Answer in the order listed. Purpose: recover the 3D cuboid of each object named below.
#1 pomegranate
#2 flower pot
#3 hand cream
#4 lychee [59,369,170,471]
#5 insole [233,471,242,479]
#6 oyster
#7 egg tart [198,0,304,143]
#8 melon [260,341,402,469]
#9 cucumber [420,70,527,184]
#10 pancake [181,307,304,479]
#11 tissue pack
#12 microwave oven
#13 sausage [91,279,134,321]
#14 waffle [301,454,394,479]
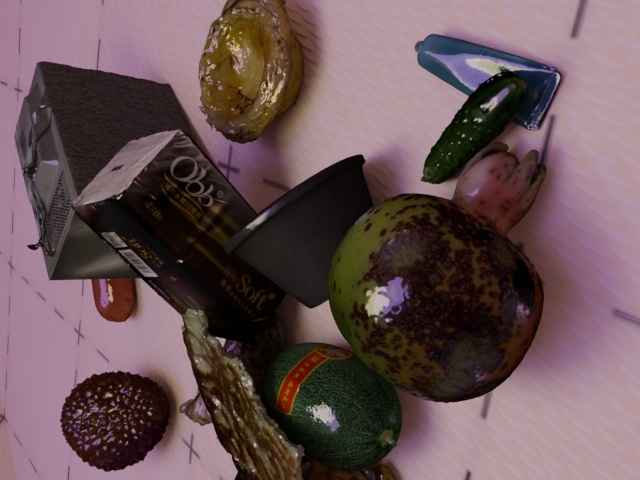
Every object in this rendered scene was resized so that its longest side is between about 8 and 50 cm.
[{"bbox_3d":[0.173,0.027,0.777,0.285,0.285,0.340,34,91,40],"label":"pomegranate"},{"bbox_3d":[0.000,0.000,0.968,0.269,0.269,0.166,-38,85,42],"label":"flower pot"},{"bbox_3d":[0.217,-0.230,0.842,0.224,0.048,0.083,36,120,34],"label":"hand cream"},{"bbox_3d":[-0.495,0.437,1.526,0.271,0.271,0.271,5,96,47],"label":"lychee"},{"bbox_3d":[-0.130,0.446,1.167,0.012,0.110,0.309,12,89,53],"label":"insole"},{"bbox_3d":[-0.163,0.290,1.245,0.204,0.111,0.396,48,122,30],"label":"oyster"},{"bbox_3d":[-0.123,-0.324,1.143,0.288,0.118,0.288,5,96,49],"label":"egg tart"},{"bbox_3d":[0.020,0.263,0.985,0.288,0.182,0.182,17,105,46],"label":"melon"},{"bbox_3d":[0.199,-0.142,0.832,0.069,0.069,0.227,66,148,20],"label":"cucumber"},{"bbox_3d":[-0.120,0.301,1.025,0.427,0.067,0.304,47,144,35],"label":"pancake"},{"bbox_3d":[-0.237,-0.004,1.093,0.210,0.198,0.370,3,140,48],"label":"tissue pack"},{"bbox_3d":[-0.459,-0.151,1.342,0.236,0.375,0.432,-56,50,35],"label":"microwave oven"},{"bbox_3d":[-0.565,0.095,1.660,0.114,0.114,0.259,-18,79,46],"label":"sausage"},{"bbox_3d":[0.025,0.502,1.019,0.329,0.062,0.329,-15,61,30],"label":"waffle"}]
